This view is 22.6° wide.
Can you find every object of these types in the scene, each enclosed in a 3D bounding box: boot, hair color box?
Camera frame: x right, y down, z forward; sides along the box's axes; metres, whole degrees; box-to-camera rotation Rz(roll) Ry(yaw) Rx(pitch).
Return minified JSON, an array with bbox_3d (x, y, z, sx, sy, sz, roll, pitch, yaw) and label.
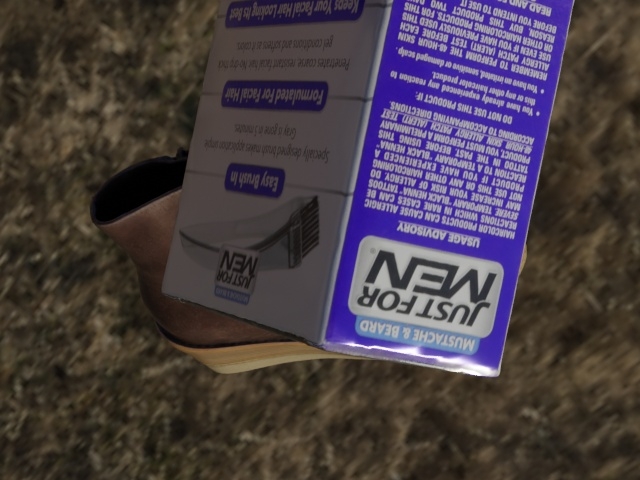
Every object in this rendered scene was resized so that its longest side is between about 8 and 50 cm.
[{"bbox_3d":[0.000,0.000,1.015,0.248,0.207,0.090,-19,55,5],"label":"boot"},{"bbox_3d":[0.032,-0.117,0.789,0.110,0.185,0.339,13,90,-28],"label":"hair color box"}]
